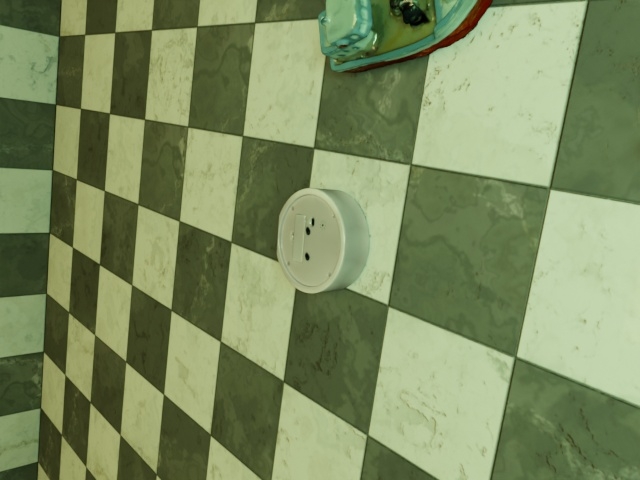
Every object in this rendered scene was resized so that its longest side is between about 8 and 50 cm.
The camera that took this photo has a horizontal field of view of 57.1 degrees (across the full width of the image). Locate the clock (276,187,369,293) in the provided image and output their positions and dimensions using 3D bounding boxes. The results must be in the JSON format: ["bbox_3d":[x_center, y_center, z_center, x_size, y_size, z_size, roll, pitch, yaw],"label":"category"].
[{"bbox_3d":[0.000,0.000,1.118,0.196,0.068,0.197,2,92,48],"label":"clock"}]

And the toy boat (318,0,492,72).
[{"bbox_3d":[0.121,-0.366,0.926,0.331,0.133,0.145,-5,87,47],"label":"toy boat"}]
